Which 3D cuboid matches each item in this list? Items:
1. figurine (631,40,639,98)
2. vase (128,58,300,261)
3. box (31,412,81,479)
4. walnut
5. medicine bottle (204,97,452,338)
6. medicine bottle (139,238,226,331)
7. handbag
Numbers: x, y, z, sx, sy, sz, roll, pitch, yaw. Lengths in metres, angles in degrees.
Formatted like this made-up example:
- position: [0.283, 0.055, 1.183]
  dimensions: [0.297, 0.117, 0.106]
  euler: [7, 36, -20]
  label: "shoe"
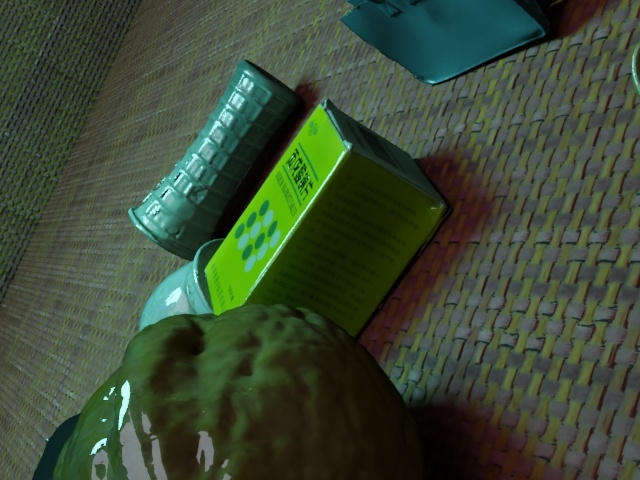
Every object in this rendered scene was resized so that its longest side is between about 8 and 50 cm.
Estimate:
- position: [0.317, -0.109, 0.489]
  dimensions: [0.274, 0.133, 0.194]
  euler: [-21, 71, 47]
  label: "figurine"
- position: [-0.157, -0.126, 1.375]
  dimensions: [0.299, 0.143, 0.143]
  euler: [-55, 26, 10]
  label: "vase"
- position: [-0.346, 0.400, 1.278]
  dimensions: [0.350, 0.091, 0.359]
  euler: [-28, 42, 49]
  label: "box"
- position: [-0.067, 0.197, 0.732]
  dimensions: [0.333, 0.333, 0.333]
  euler: [-43, 32, 36]
  label: "walnut"
- position: [0.000, 0.000, 0.954]
  dimensions: [0.250, 0.141, 0.137]
  euler: [-55, 24, 17]
  label: "medicine bottle"
- position: [-0.128, 0.090, 1.097]
  dimensions: [0.143, 0.147, 0.147]
  euler: [-40, 34, 34]
  label: "medicine bottle"
- position: [0.129, -0.240, 0.933]
  dimensions: [0.221, 0.144, 0.057]
  euler: [-8, 58, 61]
  label: "handbag"
